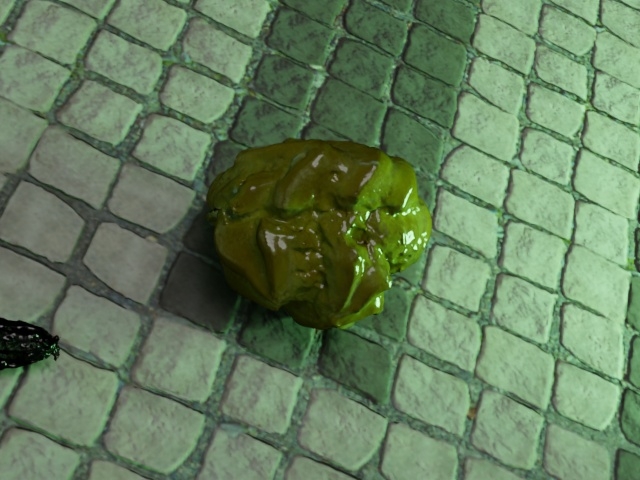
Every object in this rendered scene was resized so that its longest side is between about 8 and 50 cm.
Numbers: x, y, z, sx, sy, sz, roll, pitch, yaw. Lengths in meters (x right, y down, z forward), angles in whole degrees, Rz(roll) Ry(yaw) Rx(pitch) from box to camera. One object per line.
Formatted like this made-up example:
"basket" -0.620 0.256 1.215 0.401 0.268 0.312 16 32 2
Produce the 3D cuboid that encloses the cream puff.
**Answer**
"cream puff" 0.002 -0.002 1.328 0.221 0.194 0.194 7 51 -18

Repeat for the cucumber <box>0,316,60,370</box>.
"cucumber" -0.312 0.084 1.173 0.181 0.053 0.053 9 51 -25
